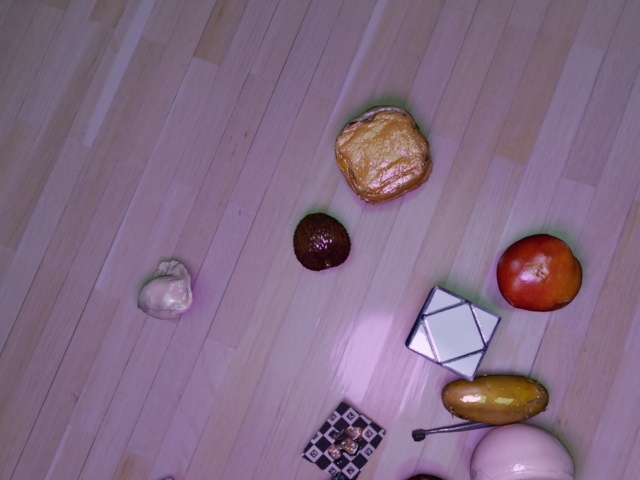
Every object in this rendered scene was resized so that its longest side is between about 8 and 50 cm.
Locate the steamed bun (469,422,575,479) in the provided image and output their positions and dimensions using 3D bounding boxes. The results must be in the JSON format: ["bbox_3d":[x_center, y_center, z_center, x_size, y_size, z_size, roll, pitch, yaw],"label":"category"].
[{"bbox_3d":[0.550,0.611,1.490,0.282,0.283,0.177,-8,47,6],"label":"steamed bun"}]

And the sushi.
[{"bbox_3d":[0.071,0.620,1.650,0.192,0.040,0.210,36,89,-6],"label":"sushi"}]

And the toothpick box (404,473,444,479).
[{"bbox_3d":[0.295,0.824,1.525,0.192,0.192,0.295,9,89,9],"label":"toothpick box"}]

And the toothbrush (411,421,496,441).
[{"bbox_3d":[0.423,0.567,1.620,0.297,0.030,0.030,-12,107,4],"label":"toothbrush"}]

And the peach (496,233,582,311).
[{"bbox_3d":[0.635,0.103,1.570,0.243,0.199,0.244,0,93,0],"label":"peach"}]

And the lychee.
[{"bbox_3d":[0.002,0.006,1.681,0.194,0.194,0.195,-1,82,7],"label":"lychee"}]

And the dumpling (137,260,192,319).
[{"bbox_3d":[-0.497,0.159,1.740,0.258,0.147,0.193,4,71,38],"label":"dumpling"}]

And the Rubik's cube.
[{"bbox_3d":[0.381,0.268,1.577,0.207,0.205,0.205,27,87,9],"label":"Rubik's cube"}]

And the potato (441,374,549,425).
[{"bbox_3d":[0.504,0.461,1.554,0.300,0.173,0.140,-4,56,4],"label":"potato"}]

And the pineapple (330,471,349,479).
[{"bbox_3d":[0.003,0.788,1.607,0.103,0.083,0.221,40,102,-21],"label":"pineapple"}]

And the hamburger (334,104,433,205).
[{"bbox_3d":[0.196,-0.273,1.699,0.318,0.158,0.319,-1,83,7],"label":"hamburger"}]

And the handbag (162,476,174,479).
[{"bbox_3d":[-0.474,0.896,1.640,0.171,0.151,0.298,-21,73,0],"label":"handbag"}]
